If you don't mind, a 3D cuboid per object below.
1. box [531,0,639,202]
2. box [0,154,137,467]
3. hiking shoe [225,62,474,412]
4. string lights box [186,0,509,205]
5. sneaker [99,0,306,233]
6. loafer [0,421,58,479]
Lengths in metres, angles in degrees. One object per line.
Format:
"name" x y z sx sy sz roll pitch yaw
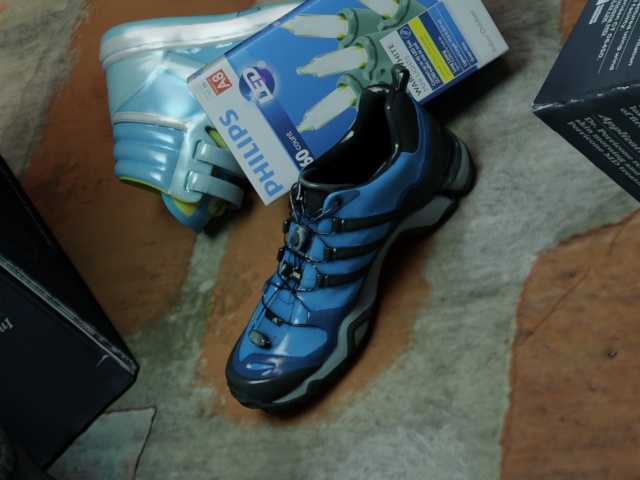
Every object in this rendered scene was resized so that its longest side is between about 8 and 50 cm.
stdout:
"box" 0.355 -0.060 0.776 0.179 0.343 0.312 -59 21 -16
"box" -0.492 -0.021 1.386 0.297 0.472 0.480 -44 42 1
"hiking shoe" 0.000 0.000 1.233 0.113 0.132 0.304 22 73 46
"string lights box" 0.022 -0.159 1.303 0.259 0.133 0.077 -33 13 0
"sneaker" -0.059 -0.114 1.400 0.319 0.127 0.208 -5 78 16
"loafer" -0.290 0.227 1.161 0.130 0.366 0.134 -50 -1 17
